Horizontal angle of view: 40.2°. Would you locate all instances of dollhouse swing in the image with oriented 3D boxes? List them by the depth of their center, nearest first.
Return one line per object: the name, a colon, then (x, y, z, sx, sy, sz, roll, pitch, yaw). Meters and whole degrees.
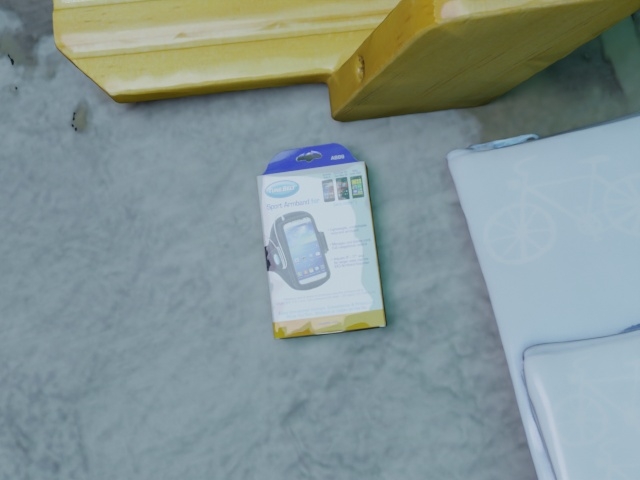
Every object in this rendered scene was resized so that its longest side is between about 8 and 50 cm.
dollhouse swing: (-0.021, -0.269, 0.542, 0.305, 0.315, 0.346, -3, 85, -14)

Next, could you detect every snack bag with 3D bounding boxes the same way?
snack bag: (0.270, 0.040, 0.532, 0.323, 0.037, 0.342, -14, 62, 7)

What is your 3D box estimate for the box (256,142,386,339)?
box: (0.000, 0.000, 0.635, 0.081, 0.028, 0.136, -7, 82, 6)
